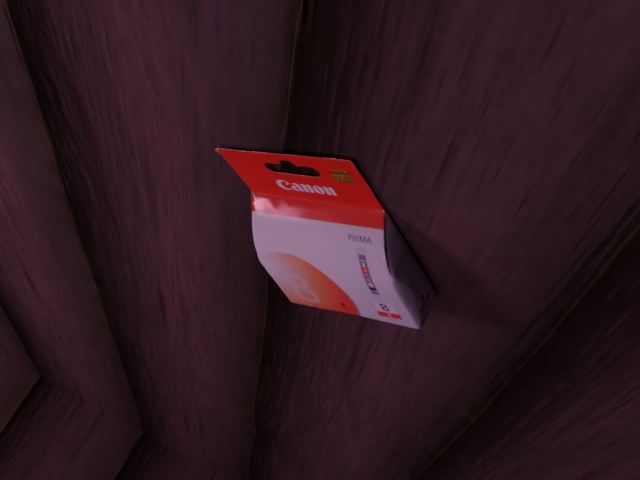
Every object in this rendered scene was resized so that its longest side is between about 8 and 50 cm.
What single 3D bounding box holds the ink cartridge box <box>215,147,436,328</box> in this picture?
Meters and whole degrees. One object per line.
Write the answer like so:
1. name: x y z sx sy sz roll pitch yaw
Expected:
1. ink cartridge box: 0.000 0.000 0.819 0.145 0.045 0.179 9 151 38
